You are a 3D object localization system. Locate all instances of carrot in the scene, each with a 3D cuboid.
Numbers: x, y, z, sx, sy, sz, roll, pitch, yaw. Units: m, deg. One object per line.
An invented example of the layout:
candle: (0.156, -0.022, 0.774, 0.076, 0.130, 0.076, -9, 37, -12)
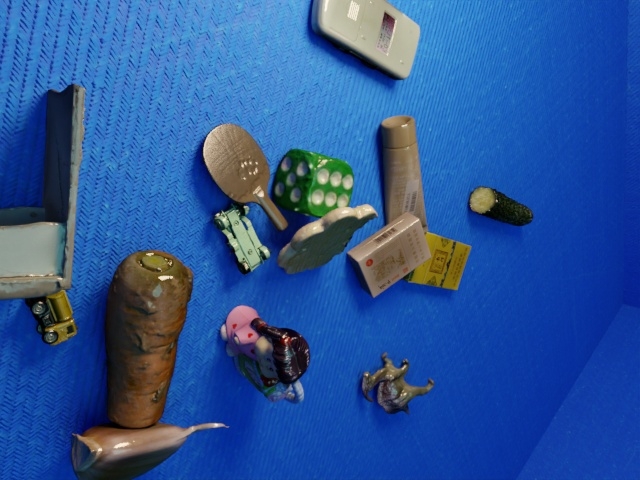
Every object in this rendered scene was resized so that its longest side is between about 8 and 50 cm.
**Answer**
carrot: (-0.304, 0.164, 0.778, 0.138, 0.138, 0.302, 5, 107, -42)

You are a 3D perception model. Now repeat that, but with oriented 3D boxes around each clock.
clock: (-0.101, 0.242, 0.937, 0.100, 0.195, 0.194, -32, 121, -34)

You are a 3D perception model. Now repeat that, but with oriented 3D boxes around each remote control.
remote control: (0.103, -0.460, 0.993, 0.296, 0.056, 0.140, 10, 95, -41)

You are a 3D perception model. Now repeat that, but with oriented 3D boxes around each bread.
bread: (0.000, 0.000, 0.958, 0.181, 0.251, 0.039, -9, 65, -36)

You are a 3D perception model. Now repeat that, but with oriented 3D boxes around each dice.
dice: (-0.013, -0.115, 0.953, 0.128, 0.120, 0.131, 11, 97, -44)

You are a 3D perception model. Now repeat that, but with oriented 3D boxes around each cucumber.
cucumber: (0.626, -0.108, 1.544, 0.359, 0.096, 0.096, 8, 98, -45)

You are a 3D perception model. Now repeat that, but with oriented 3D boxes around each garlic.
garlic: (-0.314, 0.365, 0.820, 0.266, 0.148, 0.129, 0, 97, -48)

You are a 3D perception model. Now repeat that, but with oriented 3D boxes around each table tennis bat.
table tennis bat: (-0.136, -0.113, 0.877, 0.234, 0.022, 0.131, 56, 51, -22)

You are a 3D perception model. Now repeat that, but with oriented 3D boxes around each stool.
stool: (-0.445, -0.075, 0.550, 0.243, 0.170, 0.270, 2, 102, -42)

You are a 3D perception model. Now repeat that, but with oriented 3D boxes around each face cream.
face cream: (0.213, -0.144, 1.177, 0.137, 0.084, 0.341, -22, 123, -17)

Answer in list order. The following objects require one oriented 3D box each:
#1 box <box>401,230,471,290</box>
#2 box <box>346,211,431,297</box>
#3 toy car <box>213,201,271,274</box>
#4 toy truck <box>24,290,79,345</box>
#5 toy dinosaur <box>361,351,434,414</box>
box: (0.356, 0.064, 1.392, 0.279, 0.041, 0.153, 13, 95, -43)
box: (0.181, 0.037, 1.183, 0.201, 0.058, 0.141, -35, 125, -12)
toy car: (-0.158, -0.004, 0.905, 0.073, 0.054, 0.143, -38, 118, -28)
toy truck: (-0.419, 0.121, 0.716, 0.054, 0.049, 0.083, -23, 116, -36)
toy dinosaur: (0.224, 0.434, 1.369, 0.294, 0.077, 0.162, 40, 80, -26)
